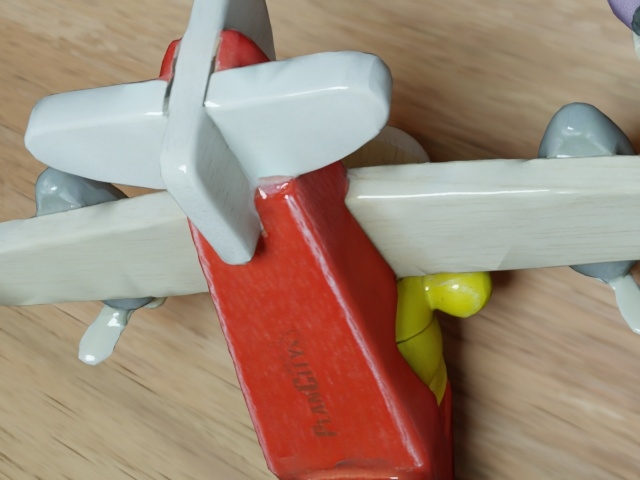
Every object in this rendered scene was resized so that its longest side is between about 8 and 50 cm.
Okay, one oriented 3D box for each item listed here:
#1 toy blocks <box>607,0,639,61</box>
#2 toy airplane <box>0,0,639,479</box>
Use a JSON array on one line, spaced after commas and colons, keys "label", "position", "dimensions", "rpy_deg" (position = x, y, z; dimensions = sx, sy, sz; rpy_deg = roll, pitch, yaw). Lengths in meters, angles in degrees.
[{"label": "toy blocks", "position": [0.228, -0.284, 0.554], "dimensions": [0.288, 0.309, 0.260], "rpy_deg": [-16, 53, 23]}, {"label": "toy airplane", "position": [0.000, 0.000, 0.732], "dimensions": [0.386, 0.272, 0.384], "rpy_deg": [31, 130, -7]}]
